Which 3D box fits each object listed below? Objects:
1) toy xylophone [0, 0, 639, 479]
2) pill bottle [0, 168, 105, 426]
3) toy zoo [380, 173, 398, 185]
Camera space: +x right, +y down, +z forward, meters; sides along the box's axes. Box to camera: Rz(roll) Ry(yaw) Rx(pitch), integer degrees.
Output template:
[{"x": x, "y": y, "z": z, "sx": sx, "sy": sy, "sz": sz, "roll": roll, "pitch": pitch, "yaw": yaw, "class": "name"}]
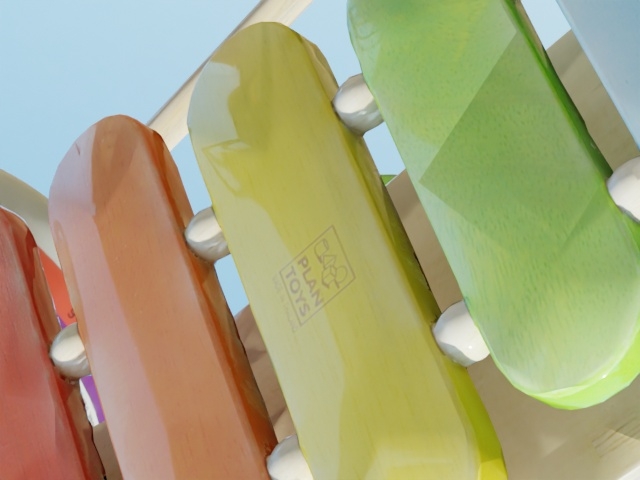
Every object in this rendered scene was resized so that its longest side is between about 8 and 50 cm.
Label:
[{"x": 0.000, "y": 0.000, "z": 0.487, "sx": 0.081, "sy": 0.323, "sz": 0.236, "roll": 27, "pitch": -157, "yaw": -44, "class": "toy xylophone"}, {"x": -0.227, "y": 0.117, "z": 0.851, "sx": 0.181, "sy": 0.181, "sz": 0.323, "roll": 35, "pitch": -128, "yaw": 10, "class": "pill bottle"}, {"x": 0.155, "y": 0.009, "z": 1.029, "sx": 0.293, "sy": 0.030, "sz": 0.192, "roll": 1, "pitch": 163, "yaw": 23, "class": "toy zoo"}]
